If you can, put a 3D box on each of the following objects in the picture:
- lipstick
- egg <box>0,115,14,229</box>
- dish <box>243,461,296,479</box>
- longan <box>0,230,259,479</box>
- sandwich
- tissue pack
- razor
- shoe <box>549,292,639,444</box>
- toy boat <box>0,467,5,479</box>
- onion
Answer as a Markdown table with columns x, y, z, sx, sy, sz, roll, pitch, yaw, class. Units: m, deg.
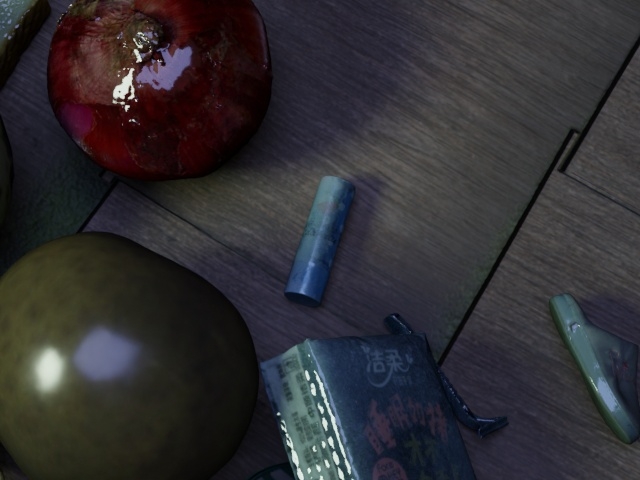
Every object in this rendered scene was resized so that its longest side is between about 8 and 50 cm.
| x | y | z | sx | sy | sz | roll | pitch | yaw | class |
| --- | --- | --- | --- | --- | --- | --- | --- | --- | --- |
| 0.000 | 0.000 | 1.873 | 0.048 | 0.048 | 0.158 | 16 | 72 | 6 | lipstick |
| -0.563 | -0.098 | 1.759 | 0.428 | 0.345 | 0.345 | 18 | 72 | 8 | egg |
| -0.019 | 0.340 | 1.731 | 0.224 | 0.078 | 0.246 | 29 | 53 | -2 | dish |
| -0.226 | 0.145 | 1.694 | 0.319 | 0.319 | 0.319 | 0 | 71 | 1 | longan |
| -0.475 | -0.293 | 1.970 | 0.215 | 0.065 | 0.186 | 29 | 74 | 9 | sandwich |
| 0.078 | 0.258 | 1.696 | 0.103 | 0.228 | 0.315 | -30 | 69 | 34 | tissue pack |
| 0.139 | 0.162 | 1.827 | 0.190 | 0.066 | 0.033 | 49 | 123 | 17 | razor |
| 0.339 | 0.140 | 1.805 | 0.078 | 0.079 | 0.195 | -28 | 69 | -1 | shoe |
| -0.431 | 0.185 | 1.701 | 0.089 | 0.115 | 0.310 | -27 | 113 | -33 | toy boat |
| -0.192 | -0.201 | 1.839 | 0.276 | 0.276 | 0.276 | 0 | 71 | 1 | onion |
